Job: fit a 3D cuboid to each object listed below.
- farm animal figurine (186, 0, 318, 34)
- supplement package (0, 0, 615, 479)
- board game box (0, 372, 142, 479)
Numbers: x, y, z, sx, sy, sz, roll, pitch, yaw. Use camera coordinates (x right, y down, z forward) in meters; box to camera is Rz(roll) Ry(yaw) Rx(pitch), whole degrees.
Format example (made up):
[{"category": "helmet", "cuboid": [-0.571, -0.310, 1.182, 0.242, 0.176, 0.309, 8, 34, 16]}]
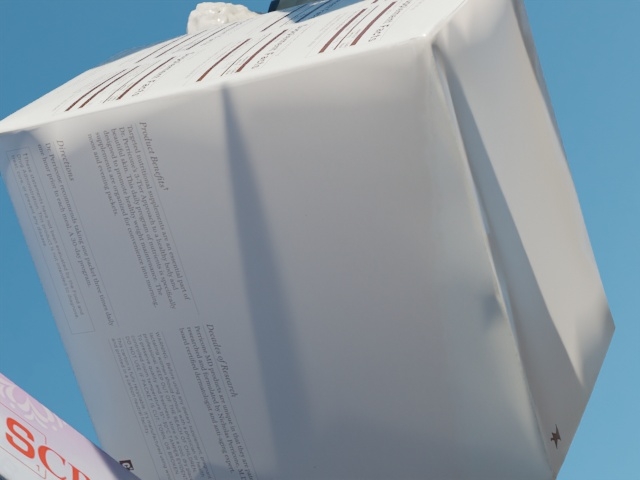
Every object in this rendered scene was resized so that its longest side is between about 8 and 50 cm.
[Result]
[{"category": "farm animal figurine", "cuboid": [0.038, -0.263, 1.398, 0.327, 0.172, 0.330, 11, -105, -37]}, {"category": "supplement package", "cuboid": [0.000, 0.000, 0.713, 0.149, 0.203, 0.194, -49, -55, -60]}, {"category": "board game box", "cuboid": [-0.238, 0.143, 0.546, 0.318, 0.066, 0.319, -41, -64, 12]}]
